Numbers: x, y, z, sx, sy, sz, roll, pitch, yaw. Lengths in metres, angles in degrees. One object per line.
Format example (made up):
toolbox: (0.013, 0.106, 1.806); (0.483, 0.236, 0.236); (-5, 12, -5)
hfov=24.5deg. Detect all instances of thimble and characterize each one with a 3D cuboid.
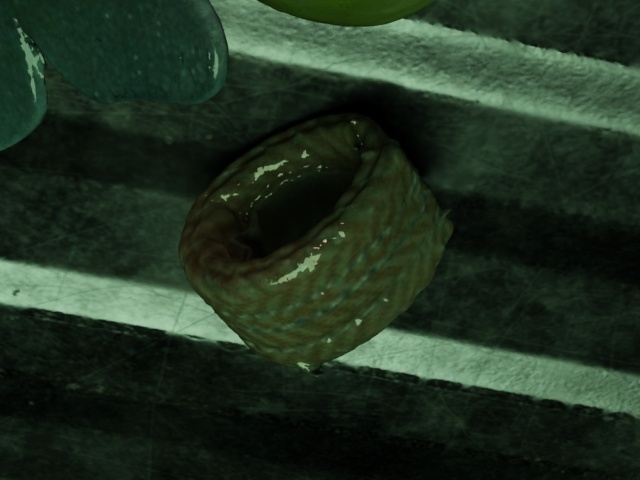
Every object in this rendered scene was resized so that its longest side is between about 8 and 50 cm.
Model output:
thimble: (-0.006, 0.000, 1.368); (0.229, 0.196, 0.148); (-40, 130, -1)

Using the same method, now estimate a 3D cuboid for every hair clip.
hair clip: (-0.294, -0.219, 1.020); (0.238, 0.392, 0.318); (-15, 172, -43)

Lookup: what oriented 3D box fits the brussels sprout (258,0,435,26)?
brussels sprout: (0.015, -0.292, 1.052); (0.316, 0.243, 0.274); (-25, 102, 21)
